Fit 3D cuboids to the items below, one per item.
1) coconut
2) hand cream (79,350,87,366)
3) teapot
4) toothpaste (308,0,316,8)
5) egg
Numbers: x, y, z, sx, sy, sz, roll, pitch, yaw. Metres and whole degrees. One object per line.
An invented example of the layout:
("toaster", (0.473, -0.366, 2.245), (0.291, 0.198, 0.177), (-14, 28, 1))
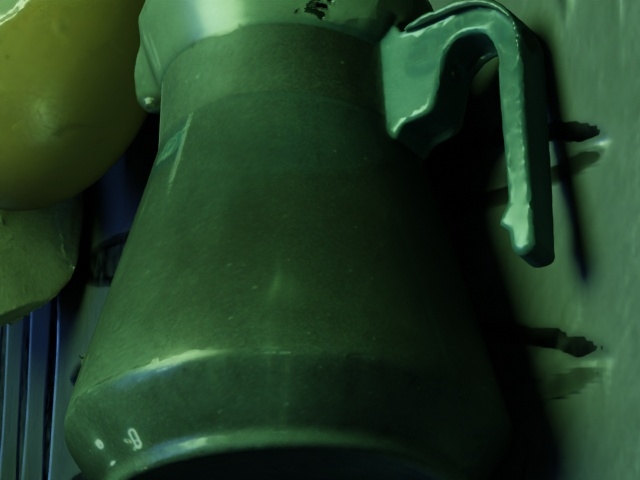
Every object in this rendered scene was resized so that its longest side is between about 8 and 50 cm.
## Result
("coconut", (-0.250, -0.011, 1.258), (0.162, 0.161, 0.161), (-158, 73, -75))
("hand cream", (-0.138, 0.142, 1.136), (0.057, 0.037, 0.165), (-174, 81, -66))
("teapot", (0.000, 0.000, 0.694), (0.203, 0.171, 0.225), (-18, 58, 31))
("toothpaste", (-0.028, -0.094, 0.903), (0.067, 0.037, 0.255), (-127, 49, -65))
("egg", (-0.192, -0.133, 1.091), (0.201, 0.201, 0.244), (-122, 29, -54))
